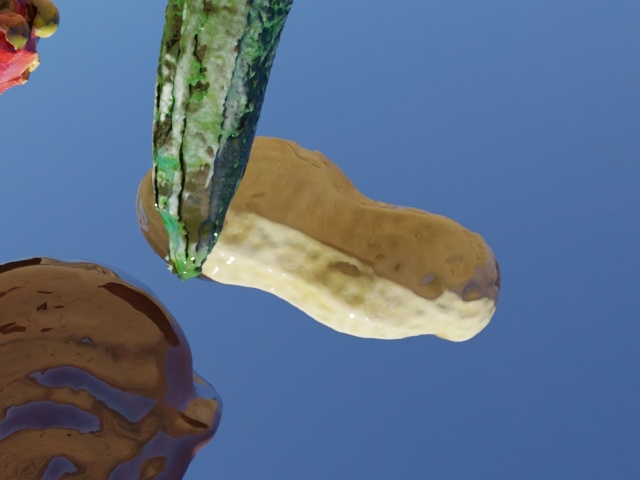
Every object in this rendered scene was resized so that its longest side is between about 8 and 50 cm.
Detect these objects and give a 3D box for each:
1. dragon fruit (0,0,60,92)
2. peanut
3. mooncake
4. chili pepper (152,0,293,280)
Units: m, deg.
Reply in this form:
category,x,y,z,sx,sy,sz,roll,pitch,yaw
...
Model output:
category,x,y,z,sx,sy,sz,roll,pitch,yaw
dragon fruit,-0.461,-0.285,1.523,0.227,0.307,0.243,-50,-143,24
peanut,0.000,0.000,1.030,0.290,0.130,0.130,22,-146,0
mooncake,-0.228,0.190,1.070,0.325,0.334,0.174,-35,-169,-8
chili pepper,-0.044,-0.090,0.621,0.059,0.227,0.088,8,-172,-24
